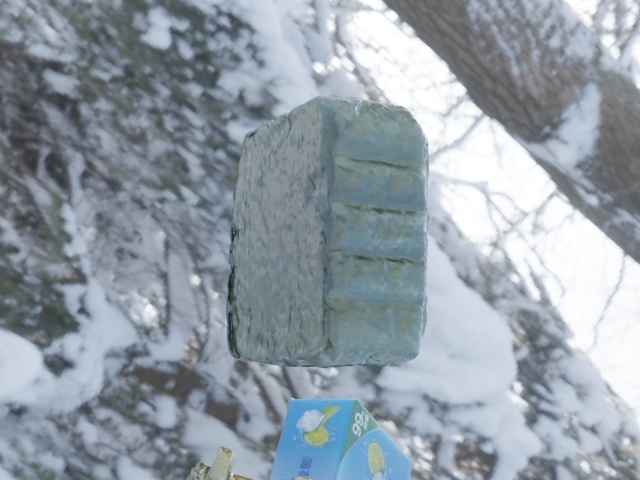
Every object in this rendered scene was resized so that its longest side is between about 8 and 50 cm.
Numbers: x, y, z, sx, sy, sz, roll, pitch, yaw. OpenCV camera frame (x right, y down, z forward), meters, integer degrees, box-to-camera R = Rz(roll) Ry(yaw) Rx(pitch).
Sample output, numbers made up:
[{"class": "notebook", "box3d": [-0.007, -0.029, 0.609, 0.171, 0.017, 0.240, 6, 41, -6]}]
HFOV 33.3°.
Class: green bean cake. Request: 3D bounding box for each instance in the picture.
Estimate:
[{"class": "green bean cake", "box3d": [0.000, 0.000, 0.774, 0.185, 0.094, 0.183, -11, -103, 59]}]

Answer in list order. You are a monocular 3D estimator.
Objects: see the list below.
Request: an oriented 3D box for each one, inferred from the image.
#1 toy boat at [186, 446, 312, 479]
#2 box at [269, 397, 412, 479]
[{"class": "toy boat", "box3d": [-0.067, 0.212, 0.573, 0.088, 0.068, 0.226, -87, -163, -67]}, {"class": "box", "box3d": [0.010, 0.257, 0.963, 0.073, 0.139, 0.194, -4, -127, 29]}]
